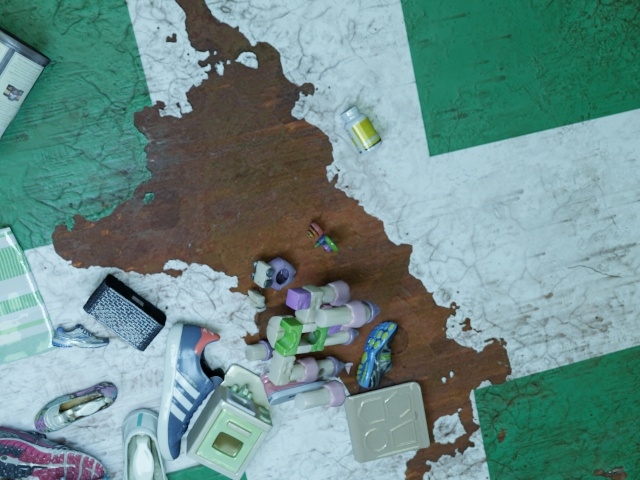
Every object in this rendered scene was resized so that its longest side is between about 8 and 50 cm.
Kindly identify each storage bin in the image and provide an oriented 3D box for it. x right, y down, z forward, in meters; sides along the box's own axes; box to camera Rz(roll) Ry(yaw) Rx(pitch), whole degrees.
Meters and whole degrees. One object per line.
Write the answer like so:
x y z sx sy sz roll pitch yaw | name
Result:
-0.471 0.173 1.783 0.180 0.122 0.084 38 91 -12 | storage bin

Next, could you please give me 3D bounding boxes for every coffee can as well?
-0.757 -0.339 1.620 0.202 0.201 0.275 33 92 -12 | coffee can

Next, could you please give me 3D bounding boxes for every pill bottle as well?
0.099 -0.276 1.833 0.065 0.065 0.116 -34 103 -3 | pill bottle

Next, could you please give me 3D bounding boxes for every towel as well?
-0.804 0.148 1.772 0.248 0.038 0.324 -17 101 -7 | towel

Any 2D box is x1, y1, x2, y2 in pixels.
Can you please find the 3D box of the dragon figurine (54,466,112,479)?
-0.571 0.659 1.818 0.144 0.085 0.289 -25 136 -28 | dragon figurine

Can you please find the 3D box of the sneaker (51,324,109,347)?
-0.587 0.236 1.812 0.135 0.052 0.058 7 79 -21 | sneaker

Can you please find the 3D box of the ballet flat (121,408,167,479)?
-0.441 0.629 1.855 0.139 0.139 0.400 -5 100 -8 | ballet flat

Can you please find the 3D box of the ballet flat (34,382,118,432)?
-0.610 0.420 1.822 0.222 0.079 0.076 -23 102 -5 | ballet flat

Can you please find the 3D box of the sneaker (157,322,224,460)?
-0.318 0.384 1.835 0.148 0.131 0.349 6 97 -5 | sneaker

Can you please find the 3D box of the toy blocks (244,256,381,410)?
-0.002 0.221 1.844 0.260 0.309 0.288 -3 114 -41 | toy blocks

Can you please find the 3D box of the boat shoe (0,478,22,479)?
-0.773 0.635 1.816 0.342 0.123 0.123 25 86 -15 | boat shoe

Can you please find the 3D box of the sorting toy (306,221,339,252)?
0.000 0.000 1.863 0.042 0.061 0.102 -41 79 -1 | sorting toy

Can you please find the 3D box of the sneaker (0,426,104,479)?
-0.676 0.531 1.821 0.299 0.112 0.120 28 99 -25 | sneaker

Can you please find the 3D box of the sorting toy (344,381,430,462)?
0.178 0.487 1.981 0.208 0.038 0.192 -11 100 -3 | sorting toy

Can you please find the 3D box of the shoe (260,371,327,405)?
-0.068 0.366 1.906 0.178 0.081 0.063 -6 144 -33 | shoe

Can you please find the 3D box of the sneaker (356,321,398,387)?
0.158 0.301 1.939 0.078 0.067 0.188 19 94 -32 | sneaker

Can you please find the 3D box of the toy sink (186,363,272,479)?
-0.215 0.458 1.863 0.153 0.131 0.234 32 92 -13 | toy sink
